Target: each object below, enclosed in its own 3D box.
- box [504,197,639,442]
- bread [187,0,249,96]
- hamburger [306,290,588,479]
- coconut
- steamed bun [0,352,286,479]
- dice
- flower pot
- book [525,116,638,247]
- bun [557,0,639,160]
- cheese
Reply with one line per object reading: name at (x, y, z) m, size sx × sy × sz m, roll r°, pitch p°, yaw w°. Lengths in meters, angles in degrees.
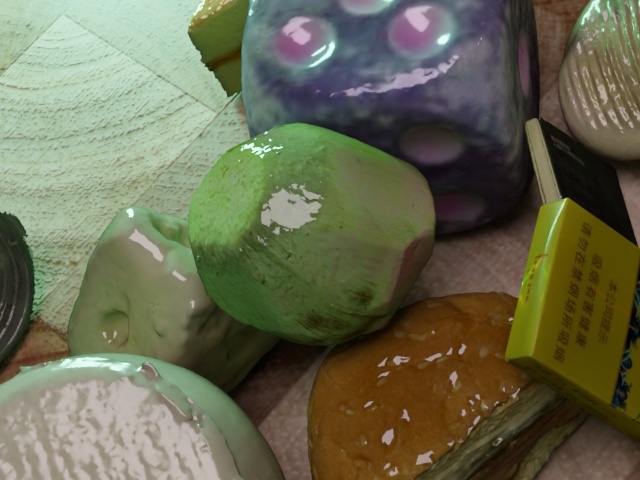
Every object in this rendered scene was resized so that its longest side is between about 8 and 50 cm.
box at (0.284, 0.094, 1.036) m, size 0.041 × 0.279 × 0.153 m, roll -19°, pitch 46°, yaw 53°
bread at (-0.017, -0.298, 1.421) m, size 0.163 × 0.168 × 0.264 m, roll 17°, pitch 71°, yaw 26°
hamburger at (0.091, 0.160, 1.107) m, size 0.330 × 0.162 × 0.209 m, roll -42°, pitch 51°, yaw -8°
coconut at (0.000, 0.000, 1.083) m, size 0.236 × 0.236 × 0.205 m, roll -24°, pitch 42°, yaw 4°
steamed bun at (-0.191, 0.297, 1.080) m, size 0.374 × 0.241 × 0.374 m, roll -5°, pitch 69°, yaw 14°
dice at (0.084, -0.176, 1.245) m, size 0.271 × 0.270 × 0.270 m, roll -2°, pitch 60°, yaw 18°
flower pot at (-0.461, 0.051, 1.356) m, size 0.140 × 0.235 × 0.235 m, roll 10°, pitch 63°, yaw 46°
book at (0.273, -0.002, 1.153) m, size 0.024 × 0.160 × 0.228 m, roll -31°, pitch 51°, yaw 32°
bun at (0.366, -0.188, 1.249) m, size 0.237 × 0.116 × 0.210 m, roll -33°, pitch 57°, yaw 17°
cheese at (-0.145, 0.089, 1.255) m, size 0.173 × 0.251 × 0.248 m, roll 43°, pitch 117°, yaw 20°
